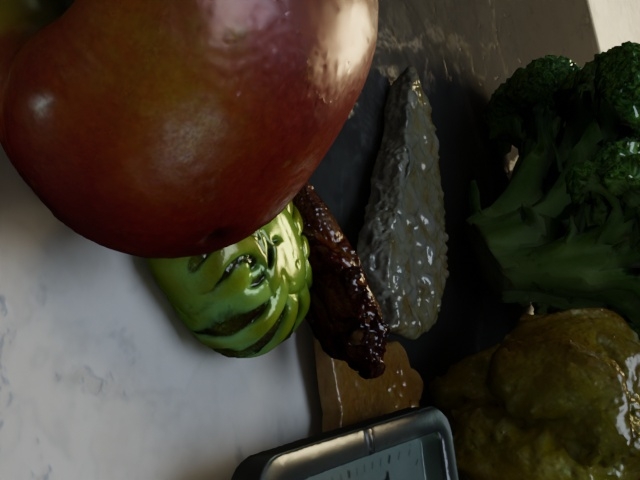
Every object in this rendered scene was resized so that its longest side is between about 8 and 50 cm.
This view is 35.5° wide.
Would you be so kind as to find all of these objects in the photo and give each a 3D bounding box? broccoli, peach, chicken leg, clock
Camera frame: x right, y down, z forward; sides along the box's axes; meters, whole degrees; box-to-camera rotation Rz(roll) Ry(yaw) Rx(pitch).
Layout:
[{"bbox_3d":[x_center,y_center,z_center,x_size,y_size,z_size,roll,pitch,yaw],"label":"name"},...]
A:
[{"bbox_3d":[0.310,-0.025,1.055,0.321,0.310,0.413,32,22,-42],"label":"broccoli"},{"bbox_3d":[-0.071,-0.107,0.529,0.243,0.200,0.243,12,76,-59],"label":"peach"},{"bbox_3d":[-0.001,0.004,0.721,0.053,0.093,0.205,-25,72,-20],"label":"chicken leg"},{"bbox_3d":[0.033,0.266,0.681,0.273,0.049,0.278,2,79,-59],"label":"clock"}]

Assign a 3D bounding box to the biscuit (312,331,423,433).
[{"bbox_3d":[0.040,0.138,0.806,0.162,0.035,0.250,-51,126,-57],"label":"biscuit"}]

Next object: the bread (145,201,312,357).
[{"bbox_3d":[-0.053,0.010,0.655,0.130,0.071,0.139,-42,118,-59],"label":"bread"}]

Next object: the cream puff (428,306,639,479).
[{"bbox_3d":[0.199,0.176,0.892,0.244,0.196,0.244,-17,109,-62],"label":"cream puff"}]

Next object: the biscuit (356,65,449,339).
[{"bbox_3d":[0.082,-0.016,0.901,0.141,0.038,0.289,57,32,-40],"label":"biscuit"}]
